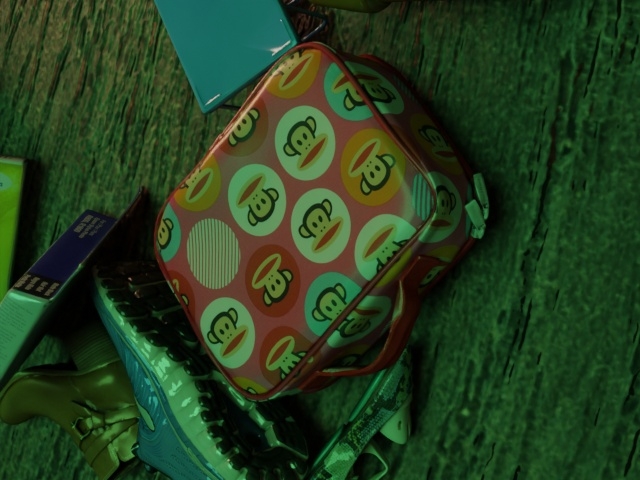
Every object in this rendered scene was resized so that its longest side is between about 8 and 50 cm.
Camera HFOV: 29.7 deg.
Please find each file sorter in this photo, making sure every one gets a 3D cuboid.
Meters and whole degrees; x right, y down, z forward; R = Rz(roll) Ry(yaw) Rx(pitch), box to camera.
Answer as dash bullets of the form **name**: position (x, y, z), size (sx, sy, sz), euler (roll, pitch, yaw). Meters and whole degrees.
- **file sorter**: position (-0.070, -0.218, 1.135), size (0.118, 0.104, 0.170), euler (-32, 73, 29)

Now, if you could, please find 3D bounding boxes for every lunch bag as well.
- **lunch bag**: position (0.000, 0.000, 1.074), size (0.293, 0.120, 0.258), euler (-47, 63, 27)

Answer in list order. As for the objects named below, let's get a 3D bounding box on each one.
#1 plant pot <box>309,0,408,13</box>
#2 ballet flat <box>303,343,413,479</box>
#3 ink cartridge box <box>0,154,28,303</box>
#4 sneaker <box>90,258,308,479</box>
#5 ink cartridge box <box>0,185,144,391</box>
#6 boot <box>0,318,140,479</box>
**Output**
- **plant pot**: position (0.100, -0.277, 0.984), size (0.188, 0.205, 0.205), euler (14, 99, 16)
- **ballet flat**: position (0.046, 0.177, 1.099), size (0.070, 0.070, 0.188), euler (45, 115, 24)
- **ink cartridge box**: position (-0.495, 0.040, 1.336), size (0.303, 0.072, 0.307), euler (7, 93, -9)
- **sneaker**: position (-0.147, 0.149, 1.170), size (0.330, 0.129, 0.147), euler (55, 128, 33)
- **ink cartridge box**: position (-0.278, 0.052, 1.213), size (0.045, 0.223, 0.224), euler (36, 111, -6)
- **boot**: position (-0.259, 0.193, 1.284), size (0.197, 0.073, 0.152), euler (-37, 75, 30)
